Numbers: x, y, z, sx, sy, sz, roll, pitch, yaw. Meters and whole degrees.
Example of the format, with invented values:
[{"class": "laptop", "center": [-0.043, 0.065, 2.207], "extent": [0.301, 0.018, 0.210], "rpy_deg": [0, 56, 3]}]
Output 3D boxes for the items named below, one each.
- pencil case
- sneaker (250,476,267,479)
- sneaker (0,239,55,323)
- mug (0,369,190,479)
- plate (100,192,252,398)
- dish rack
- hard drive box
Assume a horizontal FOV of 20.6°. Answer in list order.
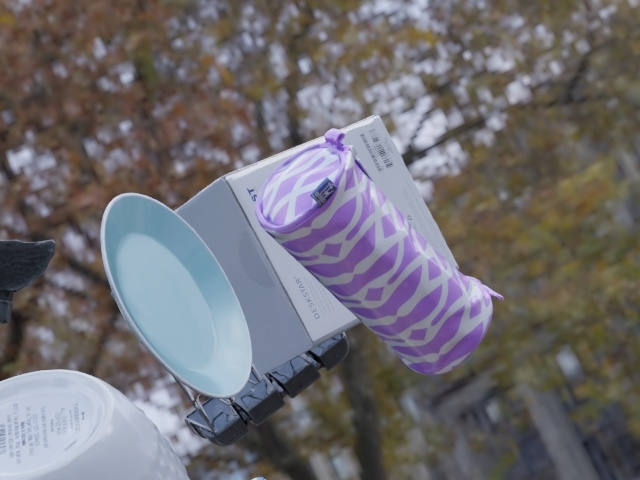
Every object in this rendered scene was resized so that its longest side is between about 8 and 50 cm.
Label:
[{"class": "pencil case", "center": [0.041, 0.011, 1.271], "extent": [0.088, 0.086, 0.206], "rpy_deg": [-53, -55, -12]}, {"class": "sneaker", "center": [-0.029, 0.238, 1.485], "extent": [0.211, 0.081, 0.080], "rpy_deg": [-4, -17, -10]}, {"class": "sneaker", "center": [-0.339, 0.026, 1.649], "extent": [0.170, 0.089, 0.051], "rpy_deg": [11, -9, -11]}, {"class": "mug", "center": [-0.237, 0.326, 1.625], "extent": [0.276, 0.374, 0.328], "rpy_deg": [-8, -59, 8]}, {"class": "plate", "center": [-0.122, 0.048, 1.437], "extent": [0.024, 0.188, 0.188], "rpy_deg": [-31, -19, 22]}, {"class": "dish rack", "center": [-0.100, 0.079, 1.912], "extent": [0.208, 0.074, 0.271], "rpy_deg": [-38, -59, -10]}, {"class": "hard drive box", "center": [0.000, 0.000, 1.713], "extent": [0.232, 0.181, 0.089], "rpy_deg": [-24, -5, -45]}]
